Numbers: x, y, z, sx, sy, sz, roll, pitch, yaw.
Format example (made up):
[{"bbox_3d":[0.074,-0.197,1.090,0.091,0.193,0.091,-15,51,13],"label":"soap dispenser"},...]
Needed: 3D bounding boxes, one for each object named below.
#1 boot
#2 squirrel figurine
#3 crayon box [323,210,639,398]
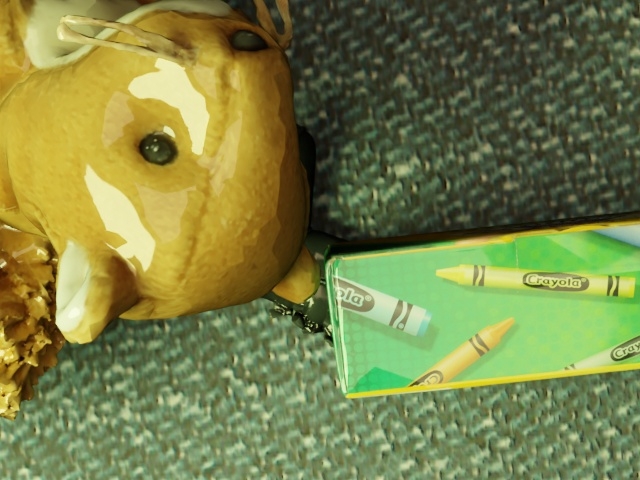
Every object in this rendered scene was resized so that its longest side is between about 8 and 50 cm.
[{"bbox_3d":[0.000,0.000,1.217,0.099,0.045,0.121,25,98,6],"label":"boot"},{"bbox_3d":[-0.175,-0.048,1.101,0.370,0.281,0.397,41,115,25],"label":"squirrel figurine"},{"bbox_3d":[0.144,0.029,1.117,0.278,0.165,0.081,-6,92,0],"label":"crayon box"}]
